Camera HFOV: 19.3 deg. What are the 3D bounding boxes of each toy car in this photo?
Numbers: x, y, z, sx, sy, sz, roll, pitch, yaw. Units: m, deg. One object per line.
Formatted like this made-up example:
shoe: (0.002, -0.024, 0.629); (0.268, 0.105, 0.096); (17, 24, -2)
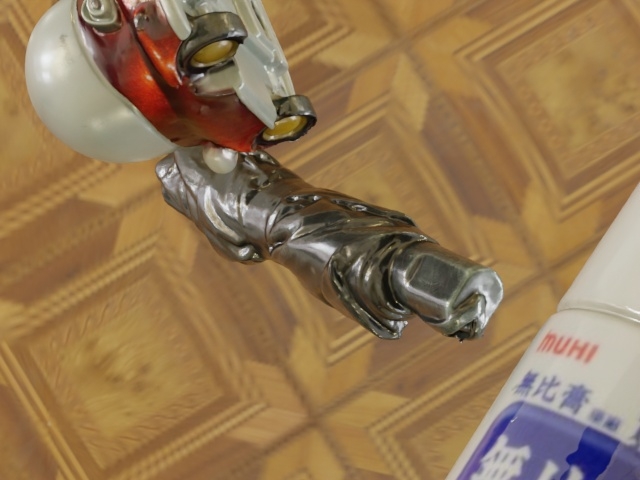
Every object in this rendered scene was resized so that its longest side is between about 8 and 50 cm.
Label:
toy car: (-0.080, -0.084, 0.844); (0.112, 0.139, 0.112); (-26, 71, 11)

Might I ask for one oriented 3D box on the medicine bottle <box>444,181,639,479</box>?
medicine bottle: (0.110, 0.100, 0.664); (0.130, 0.130, 0.341); (35, 78, -3)

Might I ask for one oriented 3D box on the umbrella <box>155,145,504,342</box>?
umbrella: (0.000, 0.000, 0.909); (0.066, 0.236, 0.059); (32, 86, -38)
